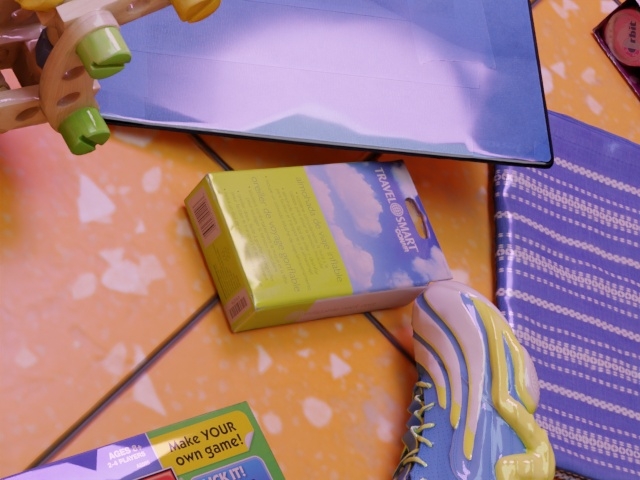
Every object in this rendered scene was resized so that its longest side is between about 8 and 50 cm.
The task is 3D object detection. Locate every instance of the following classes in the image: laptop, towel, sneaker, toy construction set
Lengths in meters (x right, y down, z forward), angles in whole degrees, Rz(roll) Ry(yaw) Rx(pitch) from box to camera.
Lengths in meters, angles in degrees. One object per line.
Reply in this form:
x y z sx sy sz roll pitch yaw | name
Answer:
0.011 -0.301 1.310 0.382 0.407 0.236 5 25 -17 | laptop
0.245 0.051 1.417 0.243 0.040 0.336 19 52 -22 | towel
0.091 0.140 1.216 0.126 0.091 0.240 -7 66 -37 | sneaker
-0.240 -0.116 1.072 0.328 0.215 0.151 0 61 -34 | toy construction set

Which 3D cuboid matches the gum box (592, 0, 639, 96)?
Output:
0.343 -0.142 1.594 0.107 0.062 0.188 -26 77 -42 | gum box

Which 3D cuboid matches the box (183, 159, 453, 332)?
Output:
0.000 0.000 1.279 0.178 0.042 0.109 -6 66 -37 | box

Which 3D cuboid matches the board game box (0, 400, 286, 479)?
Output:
-0.128 0.232 1.037 0.317 0.046 0.213 -15 71 -40 | board game box
